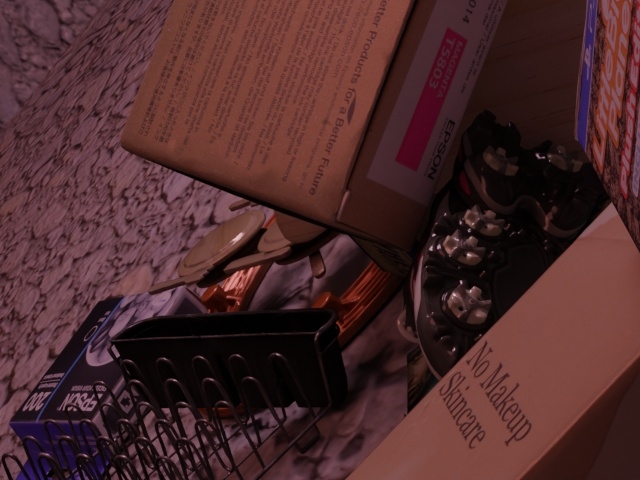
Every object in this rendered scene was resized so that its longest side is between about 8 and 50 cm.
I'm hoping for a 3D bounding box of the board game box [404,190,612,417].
[{"bbox_3d":[0.125,0.055,1.139,0.186,0.026,0.126,-41,20,22],"label":"board game box"}]

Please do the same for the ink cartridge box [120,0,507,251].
[{"bbox_3d":[0.005,-0.132,1.148,0.193,0.088,0.235,21,89,39],"label":"ink cartridge box"}]

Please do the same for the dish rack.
[{"bbox_3d":[-0.120,0.143,1.282,0.208,0.074,0.271,-6,24,40],"label":"dish rack"}]

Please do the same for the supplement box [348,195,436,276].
[{"bbox_3d":[0.074,-0.021,1.333,0.083,0.056,0.083,-53,31,-14],"label":"supplement box"}]

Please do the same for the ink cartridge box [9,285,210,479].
[{"bbox_3d":[-0.207,0.139,1.694,0.208,0.045,0.206,-58,21,-21],"label":"ink cartridge box"}]

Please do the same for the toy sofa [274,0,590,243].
[{"bbox_3d":[0.108,-0.129,1.265,0.362,0.177,0.150,-13,13,35],"label":"toy sofa"}]

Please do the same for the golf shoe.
[{"bbox_3d":[0.097,0.033,1.074,0.120,0.105,0.273,-61,2,27],"label":"golf shoe"}]

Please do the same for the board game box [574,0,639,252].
[{"bbox_3d":[0.241,-0.053,0.723,0.291,0.232,0.141,-97,9,-66],"label":"board game box"}]

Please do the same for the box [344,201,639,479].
[{"bbox_3d":[0.113,0.122,0.885,0.311,0.121,0.148,-47,18,5],"label":"box"}]

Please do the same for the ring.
[{"bbox_3d":[0.000,0.000,1.522,0.336,0.032,0.337,-42,19,18],"label":"ring"}]

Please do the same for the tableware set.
[{"bbox_3d":[-0.040,0.004,1.501,0.194,0.039,0.128,-15,26,50],"label":"tableware set"}]
